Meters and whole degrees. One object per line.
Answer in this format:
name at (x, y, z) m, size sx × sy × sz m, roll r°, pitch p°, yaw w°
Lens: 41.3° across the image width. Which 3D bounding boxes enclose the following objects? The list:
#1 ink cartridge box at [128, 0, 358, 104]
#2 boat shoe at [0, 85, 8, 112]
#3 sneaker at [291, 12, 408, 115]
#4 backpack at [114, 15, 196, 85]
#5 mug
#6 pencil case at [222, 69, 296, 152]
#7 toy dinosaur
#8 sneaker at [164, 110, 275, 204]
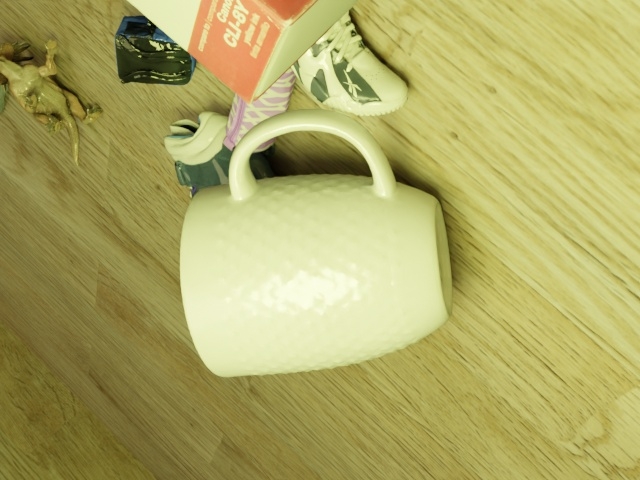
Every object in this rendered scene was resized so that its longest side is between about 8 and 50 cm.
ink cartridge box at (-0.119, -0.382, 0.894) m, size 0.385 × 0.279 × 0.160 m, roll 40°, pitch 154°, yaw 0°
boat shoe at (-0.744, -0.346, 1.857) m, size 0.094 × 0.109 × 0.302 m, roll 54°, pitch 149°, yaw -4°
sneaker at (0.015, -0.266, 1.075) m, size 0.235 × 0.094 × 0.153 m, roll 39°, pitch 148°, yaw 22°
backpack at (-0.253, -0.306, 1.342) m, size 0.120 × 0.101 × 0.098 m, roll 9°, pitch 143°, yaw 1°
mug at (0.000, 0.000, 1.165) m, size 0.328 × 0.276 × 0.374 m, roll -6°, pitch 117°, yaw 13°
pencil case at (-0.088, -0.217, 1.248) m, size 0.086 × 0.088 × 0.206 m, roll 41°, pitch 147°, yaw 15°
toy dinosaur at (-0.560, -0.293, 1.693) m, size 0.200 × 0.127 × 0.295 m, roll 17°, pitch 148°, yaw 49°
sneaker at (-0.185, -0.095, 1.464) m, size 0.236 × 0.130 × 0.323 m, roll 57°, pitch 150°, yaw 3°
